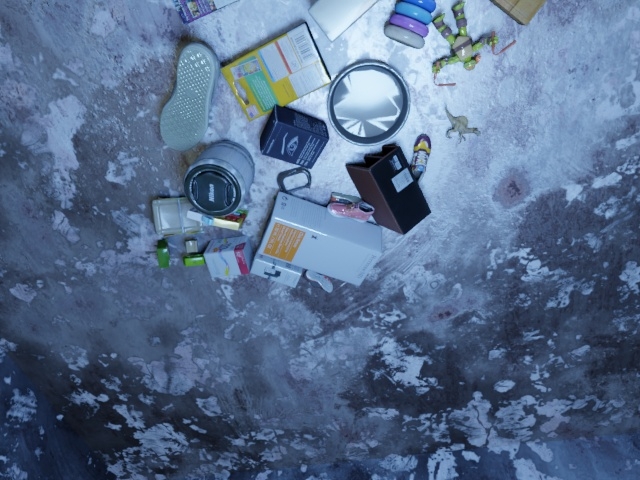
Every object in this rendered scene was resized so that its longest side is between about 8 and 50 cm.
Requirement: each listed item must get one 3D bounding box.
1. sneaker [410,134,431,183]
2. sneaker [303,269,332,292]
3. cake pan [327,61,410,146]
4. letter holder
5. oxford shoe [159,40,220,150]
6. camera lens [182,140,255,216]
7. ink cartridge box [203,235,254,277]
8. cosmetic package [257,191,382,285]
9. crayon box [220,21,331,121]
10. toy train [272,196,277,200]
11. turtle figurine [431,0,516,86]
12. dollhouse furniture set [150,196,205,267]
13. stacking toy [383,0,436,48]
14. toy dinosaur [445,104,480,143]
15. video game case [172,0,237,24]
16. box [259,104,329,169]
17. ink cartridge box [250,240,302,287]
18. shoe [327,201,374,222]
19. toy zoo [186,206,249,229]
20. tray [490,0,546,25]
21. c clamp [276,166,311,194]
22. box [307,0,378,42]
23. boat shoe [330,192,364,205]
[{"bbox_3d":[0.379,-0.300,1.560,0.070,0.083,0.185,4,121,1],"label":"sneaker"},{"bbox_3d":[-0.013,0.188,1.905,0.158,0.061,0.065,39,143,-17],"label":"sneaker"},{"bbox_3d":[0.170,-0.484,1.480,0.294,0.054,0.292,2,121,3],"label":"cake pan"},{"bbox_3d":[0.256,-0.200,1.608,0.152,0.214,0.301,-38,116,-12],"label":"letter holder"},{"bbox_3d":[-0.459,-0.502,1.475,0.169,0.129,0.449,20,135,-15],"label":"oxford shoe"},{"bbox_3d":[-0.366,-0.232,1.535,0.220,0.274,0.219,1,121,2],"label":"camera lens"},{"bbox_3d":[-0.395,0.070,1.803,0.177,0.128,0.127,-7,120,7],"label":"ink cartridge box"},{"bbox_3d":[0.000,0.000,1.688,0.454,0.161,0.230,18,134,-10],"label":"cosmetic package"},{"bbox_3d":[-0.149,-0.575,1.428,0.323,0.083,0.203,-21,118,14],"label":"crayon box"},{"bbox_3d":[-0.156,-0.169,1.706,0.084,0.023,0.017,2,121,2],"label":"toy train"},{"bbox_3d":[0.469,-0.646,1.346,0.270,0.087,0.217,-22,110,25],"label":"turtle figurine"},{"bbox_3d":[-0.607,-0.048,1.785,0.198,0.151,0.301,-6,104,-17],"label":"dollhouse furniture set"},{"bbox_3d":[0.318,-0.775,1.267,0.141,0.141,0.330,19,113,-8],"label":"stacking toy"},{"bbox_3d":[0.495,-0.416,1.514,0.183,0.053,0.092,27,104,-20],"label":"toy dinosaur"},{"bbox_3d":[-0.393,-0.841,1.306,0.211,0.041,0.231,-17,118,13],"label":"video game case"},{"bbox_3d":[-0.096,-0.368,1.488,0.207,0.108,0.153,14,135,-25],"label":"box"},{"bbox_3d":[-0.185,0.100,1.796,0.209,0.153,0.086,20,121,-8],"label":"ink cartridge box"},{"bbox_3d":[0.121,-0.125,1.633,0.178,0.063,0.081,15,148,-16],"label":"shoe"},{"bbox_3d":[-0.394,-0.100,1.608,0.193,0.293,0.030,14,105,-6],"label":"toy zoo"},{"bbox_3d":[0.669,-0.878,1.203,0.203,0.076,0.410,29,117,-14],"label":"tray"},{"bbox_3d":[-0.105,-0.221,1.668,0.161,0.022,0.137,-21,109,9],"label":"c clamp"},{"bbox_3d":[0.118,-0.765,1.264,0.311,0.147,0.121,-34,114,23],"label":"box"},{"bbox_3d":[0.108,-0.158,1.683,0.137,0.049,0.043,12,124,-1],"label":"boat shoe"}]
